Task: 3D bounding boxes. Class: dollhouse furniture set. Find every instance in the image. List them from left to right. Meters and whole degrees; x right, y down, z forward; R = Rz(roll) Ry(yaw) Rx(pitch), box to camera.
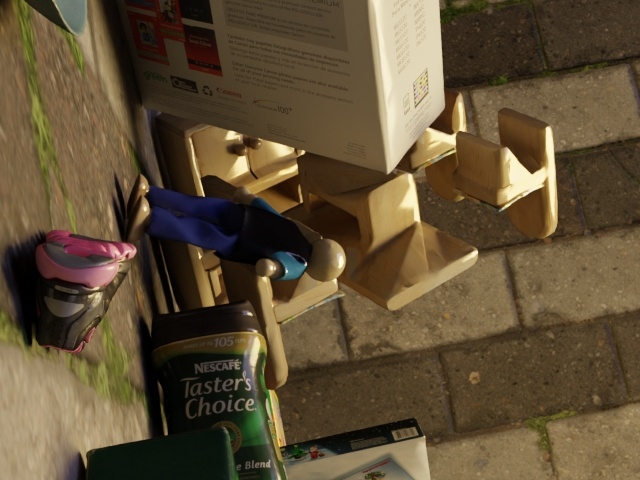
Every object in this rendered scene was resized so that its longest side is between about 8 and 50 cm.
[{"bbox_3d":[0.000,0.000,1.210,0.394,0.362,0.256,30,-41,47],"label":"dollhouse furniture set"}]

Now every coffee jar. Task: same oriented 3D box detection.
[{"bbox_3d":[-0.082,0.141,0.873,0.079,0.096,0.184,92,-12,-67],"label":"coffee jar"}]

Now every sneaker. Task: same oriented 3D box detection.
[{"bbox_3d":[-0.123,0.027,0.553,0.119,0.047,0.057,-103,-158,-84],"label":"sneaker"}]

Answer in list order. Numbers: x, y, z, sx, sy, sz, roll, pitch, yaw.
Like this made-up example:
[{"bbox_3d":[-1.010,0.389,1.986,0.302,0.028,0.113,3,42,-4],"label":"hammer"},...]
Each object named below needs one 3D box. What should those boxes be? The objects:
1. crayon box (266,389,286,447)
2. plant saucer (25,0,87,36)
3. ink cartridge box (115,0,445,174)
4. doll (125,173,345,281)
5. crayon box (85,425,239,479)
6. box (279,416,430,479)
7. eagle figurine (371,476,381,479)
[{"bbox_3d":[-0.082,0.271,1.348,0.278,0.081,0.165,89,-9,-76],"label":"crayon box"},{"bbox_3d":[-0.161,-0.199,0.560,0.195,0.037,0.195,170,-90,-87],"label":"plant saucer"},{"bbox_3d":[-0.048,-0.239,1.061,0.130,0.309,0.272,-50,145,-37],"label":"ink cartridge box"},{"bbox_3d":[-0.065,-0.007,0.908,0.129,0.189,0.046,-105,-145,-58],"label":"doll"},{"bbox_3d":[-0.054,0.266,0.490,0.318,0.081,0.202,-102,-177,-57],"label":"crayon box"},{"bbox_3d":[0.005,0.291,1.171,0.044,0.233,0.159,-114,-166,-67],"label":"box"},{"bbox_3d":[0.075,0.437,1.101,0.298,0.225,0.226,-59,-153,12],"label":"eagle figurine"}]
